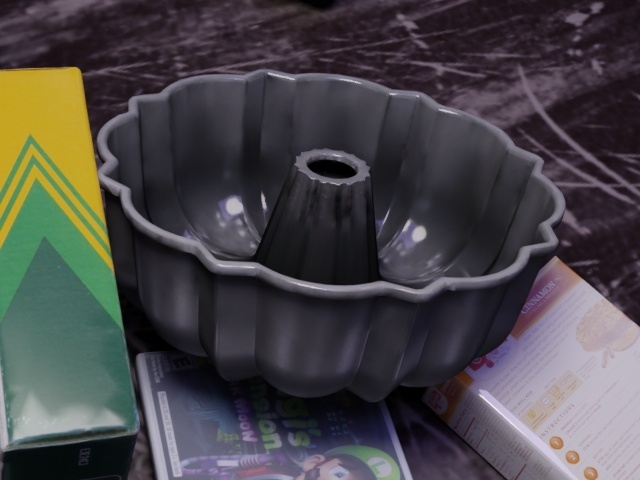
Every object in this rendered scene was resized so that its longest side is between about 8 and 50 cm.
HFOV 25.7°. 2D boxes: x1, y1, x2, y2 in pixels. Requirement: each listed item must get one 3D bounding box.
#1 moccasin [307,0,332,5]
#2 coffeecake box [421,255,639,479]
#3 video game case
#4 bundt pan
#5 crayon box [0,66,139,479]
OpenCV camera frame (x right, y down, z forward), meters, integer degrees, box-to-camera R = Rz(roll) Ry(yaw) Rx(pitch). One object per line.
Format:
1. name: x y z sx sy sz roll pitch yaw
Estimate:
1. moccasin: -0.060 -0.360 1.289 0.137 0.117 0.342 -12 64 -5
2. coffeecake box: 0.193 0.124 1.042 0.185 0.068 0.142 42 59 16
3. video game case: -0.031 0.142 0.977 0.173 0.022 0.190 -3 40 -15
4. bundt pan: 0.000 0.000 1.001 0.330 0.124 0.331 7 29 -4
5. crayon box: -0.191 0.032 0.936 0.083 0.203 0.323 -5 58 -17
